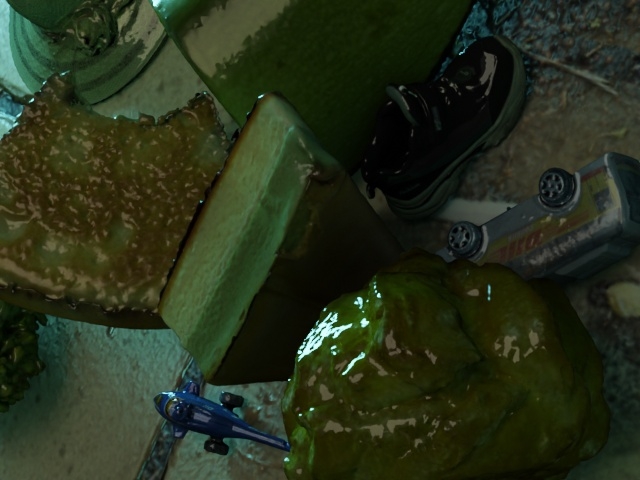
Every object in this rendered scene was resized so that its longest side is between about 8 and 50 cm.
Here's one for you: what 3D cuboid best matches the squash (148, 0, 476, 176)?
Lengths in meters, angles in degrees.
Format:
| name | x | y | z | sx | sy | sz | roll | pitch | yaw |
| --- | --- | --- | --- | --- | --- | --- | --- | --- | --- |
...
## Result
| name | x | y | z | sx | sy | sz | roll | pitch | yaw |
| --- | --- | --- | --- | --- | --- | --- | --- | --- | --- |
| squash | 0.031 | -0.230 | 1.552 | 0.309 | 0.210 | 0.234 | -39 | 55 | 6 |

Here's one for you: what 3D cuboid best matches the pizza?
| name | x | y | z | sx | sy | sz | roll | pitch | yaw |
| --- | --- | --- | --- | --- | --- | --- | --- | --- | --- |
| pizza | -0.179 | -0.029 | 1.642 | 0.323 | 0.089 | 0.223 | 8 | 69 | 7 |

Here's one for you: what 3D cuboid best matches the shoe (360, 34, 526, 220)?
| name | x | y | z | sx | sy | sz | roll | pitch | yaw |
| --- | --- | --- | --- | --- | --- | --- | --- | --- | --- |
| shoe | 0.086 | -0.098 | 1.488 | 0.169 | 0.099 | 0.071 | -54 | 49 | 12 |

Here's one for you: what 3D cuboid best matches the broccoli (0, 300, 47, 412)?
| name | x | y | z | sx | sy | sz | roll | pitch | yaw |
| --- | --- | --- | --- | --- | --- | --- | --- | --- | --- |
| broccoli | -0.337 | 0.049 | 1.713 | 0.180 | 0.273 | 0.242 | -12 | 66 | 1 |

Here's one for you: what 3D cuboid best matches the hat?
| name | x | y | z | sx | sy | sz | roll | pitch | yaw |
| --- | --- | --- | --- | --- | --- | --- | --- | --- | --- |
| hat | -0.248 | -0.260 | 1.800 | 0.252 | 0.110 | 0.252 | -12 | 70 | 37 |

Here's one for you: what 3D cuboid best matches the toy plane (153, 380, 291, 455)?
| name | x | y | z | sx | sy | sz | roll | pitch | yaw |
| --- | --- | --- | --- | --- | --- | --- | --- | --- | --- |
| toy plane | -0.075 | 0.156 | 1.570 | 0.167 | 0.062 | 0.054 | 16 | 87 | 30 |

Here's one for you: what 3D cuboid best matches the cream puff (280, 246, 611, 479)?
| name | x | y | z | sx | sy | sz | roll | pitch | yaw |
| --- | --- | --- | --- | --- | --- | --- | --- | --- | --- |
| cream puff | 0.085 | 0.110 | 1.340 | 0.244 | 0.244 | 0.196 | 4 | 105 | 39 |

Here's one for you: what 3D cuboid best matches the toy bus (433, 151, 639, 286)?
| name | x | y | z | sx | sy | sz | roll | pitch | yaw |
| --- | --- | --- | --- | --- | --- | --- | --- | --- | --- |
| toy bus | 0.161 | 0.004 | 1.422 | 0.190 | 0.064 | 0.075 | -30 | 66 | 29 |

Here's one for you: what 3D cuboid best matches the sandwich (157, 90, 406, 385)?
| name | x | y | z | sx | sy | sz | roll | pitch | yaw |
| --- | --- | --- | --- | --- | --- | --- | --- | --- | --- |
| sandwich | 0.000 | 0.000 | 1.471 | 0.108 | 0.186 | 0.220 | 50 | 125 | 37 |
